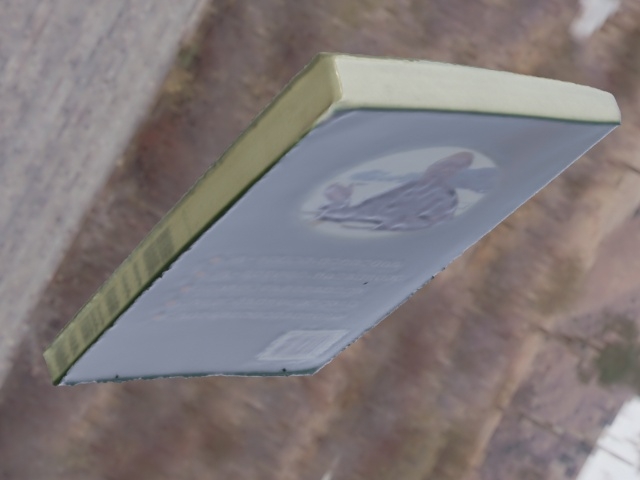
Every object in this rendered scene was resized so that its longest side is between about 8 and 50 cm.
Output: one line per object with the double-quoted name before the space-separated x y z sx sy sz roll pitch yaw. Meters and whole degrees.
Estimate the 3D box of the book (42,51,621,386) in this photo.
"book" 0.000 0.000 1.124 0.260 0.043 0.371 1 148 -40
